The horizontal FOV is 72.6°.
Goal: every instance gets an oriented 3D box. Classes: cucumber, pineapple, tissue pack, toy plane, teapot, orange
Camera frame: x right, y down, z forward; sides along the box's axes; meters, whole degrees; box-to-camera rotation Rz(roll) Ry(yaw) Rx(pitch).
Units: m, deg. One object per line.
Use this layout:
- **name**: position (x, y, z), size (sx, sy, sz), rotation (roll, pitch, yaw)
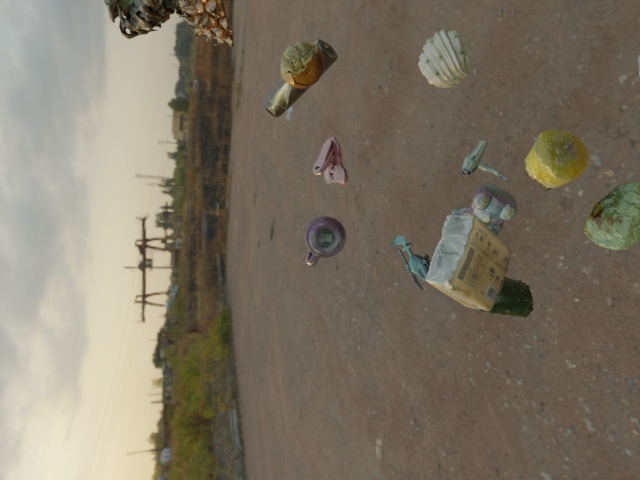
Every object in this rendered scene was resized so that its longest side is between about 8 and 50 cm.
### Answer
- **cucumber**: position (0.664, 0.210, 1.654), size (0.105, 0.325, 0.145), rotation (-139, 61, -68)
- **pineapple**: position (-0.358, -0.562, 1.003), size (0.262, 0.271, 0.263), rotation (169, 90, -83)
- **tissue pack**: position (0.362, 0.056, 1.053), size (0.090, 0.222, 0.186), rotation (9, 75, 51)
- **toy plane**: position (0.362, 0.079, 1.663), size (0.096, 0.060, 0.235), rotation (-28, 95, 29)
- **teapot**: position (0.010, -0.002, 1.269), size (0.146, 0.116, 0.148), rotation (-120, 26, -78)
- **orange**: position (-0.064, -0.593, 1.468), size (0.134, 0.156, 0.157), rotation (54, 138, 49)

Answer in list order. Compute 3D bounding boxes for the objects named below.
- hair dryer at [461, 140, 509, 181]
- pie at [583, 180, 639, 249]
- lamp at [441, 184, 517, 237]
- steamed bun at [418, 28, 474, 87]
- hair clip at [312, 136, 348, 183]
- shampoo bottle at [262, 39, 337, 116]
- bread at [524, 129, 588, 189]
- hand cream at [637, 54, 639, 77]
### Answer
- **hair dryer**: position (0.713, -0.339, 1.843), size (0.167, 0.199, 0.067), rotation (-70, -22, -11)
- **pie**: position (0.980, -0.088, 1.422), size (0.248, 0.090, 0.201), rotation (-51, 37, 12)
- **lamp**: position (0.691, -0.096, 1.888), size (0.247, 0.247, 0.301), rotation (-65, -3, -52)
- **steamed bun**: position (0.402, -0.586, 1.423), size (0.106, 0.182, 0.183), rotation (-44, -22, -48)
- **hair clip**: position (0.043, -0.264, 1.470), size (0.123, 0.102, 0.138), rotation (-2, 65, 52)
- **shampoo bottle**: position (-0.089, -0.619, 1.697), size (0.350, 0.125, 0.084), rotation (-36, 72, 31)
- **bread**: position (0.809, -0.279, 1.508), size (0.170, 0.197, 0.197), rotation (99, 169, -74)
- **hand cream**: position (0.977, -0.427, 1.250), size (0.083, 0.133, 0.248), rotation (109, 157, -78)
